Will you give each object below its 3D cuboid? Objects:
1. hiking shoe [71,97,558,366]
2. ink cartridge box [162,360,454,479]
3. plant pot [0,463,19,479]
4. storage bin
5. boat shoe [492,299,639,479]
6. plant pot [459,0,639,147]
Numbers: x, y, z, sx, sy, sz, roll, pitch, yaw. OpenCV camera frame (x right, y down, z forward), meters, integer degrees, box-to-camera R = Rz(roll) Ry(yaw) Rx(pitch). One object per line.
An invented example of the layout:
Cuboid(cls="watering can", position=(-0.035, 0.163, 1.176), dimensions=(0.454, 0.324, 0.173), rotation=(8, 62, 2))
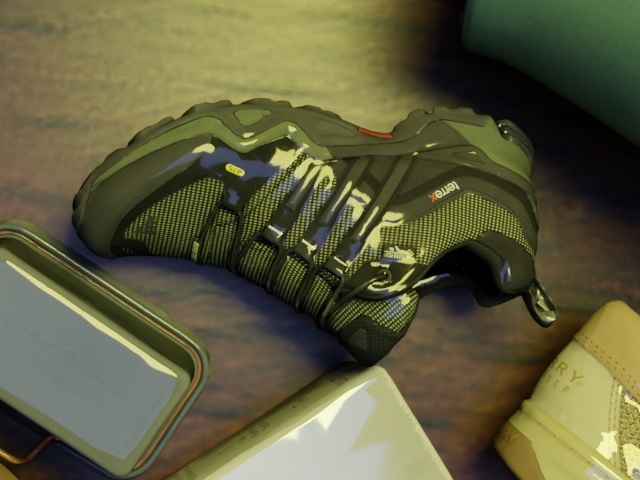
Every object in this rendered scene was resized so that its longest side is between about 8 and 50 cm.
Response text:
Cuboid(cls="hiking shoe", position=(0.000, 0.000, 0.613), dimensions=(0.227, 0.086, 0.114), rotation=(-4, 62, -9))
Cuboid(cls="ink cartridge box", position=(-0.008, 0.250, 0.634), dimensions=(0.261, 0.066, 0.296), rotation=(-32, 94, -9))
Cuboid(cls="plant pot", position=(-0.192, 0.176, 0.568), dimensions=(0.237, 0.110, 0.237), rotation=(1, 96, 12))
Cuboid(cls="storage bin", position=(-0.123, 0.058, 0.607), dimensions=(0.135, 0.091, 0.098), rotation=(35, 84, -6))
Cuboid(cls="boat shoe", position=(0.250, 0.161, 0.642), dimensions=(0.341, 0.121, 0.110), rotation=(36, 91, -5))
Cuboid(cls="plant pot", position=(0.205, -0.142, 0.585), dimensions=(0.255, 0.271, 0.271), rotation=(16, 87, 6))
